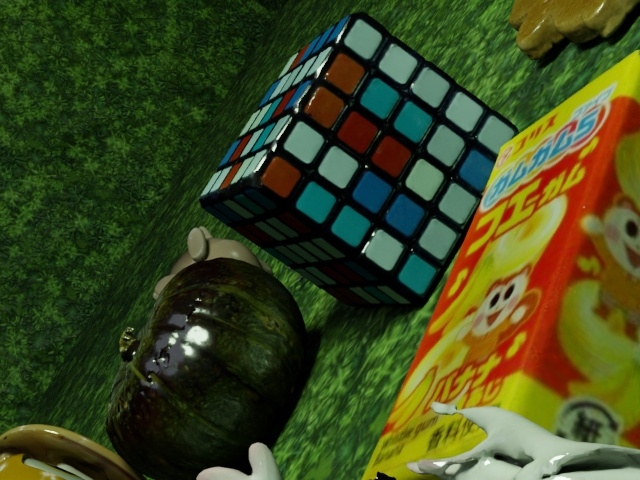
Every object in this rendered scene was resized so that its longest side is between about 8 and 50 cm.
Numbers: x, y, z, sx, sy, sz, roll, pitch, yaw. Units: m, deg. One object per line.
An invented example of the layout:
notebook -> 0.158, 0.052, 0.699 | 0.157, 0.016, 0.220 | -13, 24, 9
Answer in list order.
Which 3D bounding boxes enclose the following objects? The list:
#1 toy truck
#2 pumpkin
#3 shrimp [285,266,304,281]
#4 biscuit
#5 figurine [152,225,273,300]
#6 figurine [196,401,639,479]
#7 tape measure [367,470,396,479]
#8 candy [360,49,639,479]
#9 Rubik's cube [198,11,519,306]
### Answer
toy truck -> -0.273, 0.314, 1.179 | 0.288, 0.204, 0.211 | -52, 11, 34
pumpkin -> -0.118, 0.123, 1.206 | 0.238, 0.159, 0.238 | -51, 18, 24
shrimp -> 0.005, -0.001, 1.341 | 0.174, 0.076, 0.082 | 167, 96, -65
biscuit -> 0.245, -0.236, 1.092 | 0.184, 0.035, 0.249 | -55, 14, 1
figurine -> -0.128, 0.055, 1.504 | 0.125, 0.138, 0.125 | -17, 57, 28
figurine -> 0.071, 0.175, 0.344 | 0.284, 0.206, 0.316 | -29, 23, 42
tape measure -> -0.042, 0.268, 0.579 | 0.253, 0.114, 0.260 | -36, 33, 36
candy -> 0.132, 0.036, 0.695 | 0.146, 0.088, 0.276 | -38, 20, 55
Rubik's cube -> 0.029, -0.063, 1.093 | 0.182, 0.187, 0.184 | -58, 12, -13
